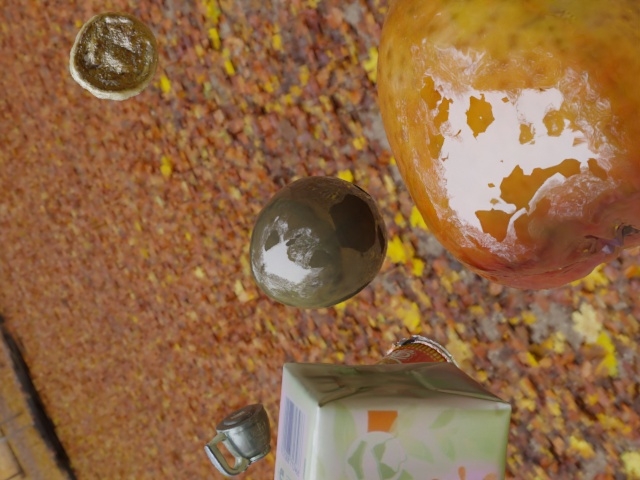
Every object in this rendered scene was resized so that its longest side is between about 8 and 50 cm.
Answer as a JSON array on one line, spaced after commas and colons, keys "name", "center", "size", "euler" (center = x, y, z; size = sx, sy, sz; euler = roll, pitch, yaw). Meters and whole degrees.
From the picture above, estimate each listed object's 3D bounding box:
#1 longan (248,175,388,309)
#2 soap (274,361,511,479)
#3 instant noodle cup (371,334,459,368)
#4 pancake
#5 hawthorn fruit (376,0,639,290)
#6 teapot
[{"name": "longan", "center": [0.000, 0.000, 1.233], "size": [0.196, 0.220, 0.196], "euler": [13, 114, 30]}, {"name": "soap", "center": [0.058, 0.217, 0.767], "size": [0.138, 0.182, 0.199], "euler": [-165, 78, -74]}, {"name": "instant noodle cup", "center": [0.125, 0.284, 1.516], "size": [0.193, 0.212, 0.193], "euler": [8, 102, 37]}, {"name": "pancake", "center": [-0.347, -0.312, 1.447], "size": [0.158, 0.158, 0.028], "euler": [60, 169, 5]}, {"name": "hawthorn fruit", "center": [0.287, -0.174, 1.085], "size": [0.472, 0.472, 0.472], "euler": [41, 146, 36]}, {"name": "teapot", "center": [-0.154, 0.413, 1.771], "size": [0.111, 0.149, 0.108], "euler": [-23, 99, 20]}]
